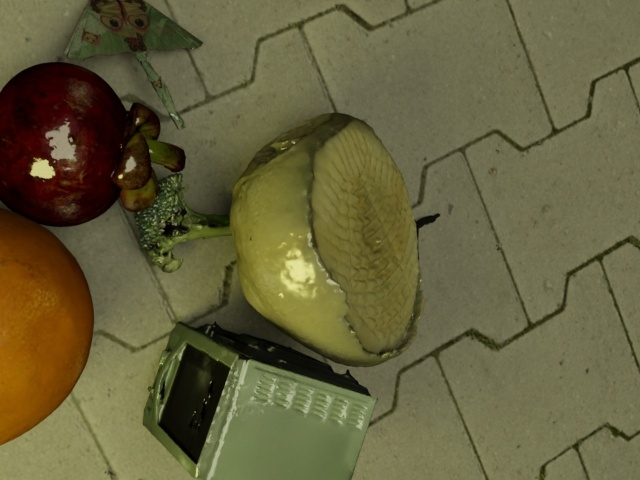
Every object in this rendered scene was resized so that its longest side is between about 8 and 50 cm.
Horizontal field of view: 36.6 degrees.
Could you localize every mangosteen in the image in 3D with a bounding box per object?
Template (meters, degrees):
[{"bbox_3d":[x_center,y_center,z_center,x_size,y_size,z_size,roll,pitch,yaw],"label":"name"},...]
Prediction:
[{"bbox_3d":[-0.303,-0.115,1.249,0.257,0.215,0.215,12,89,-19],"label":"mangosteen"}]

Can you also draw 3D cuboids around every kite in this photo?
[{"bbox_3d":[-0.250,-0.259,1.329,0.229,0.012,0.250,-19,77,-41],"label":"kite"}]

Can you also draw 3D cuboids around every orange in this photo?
[{"bbox_3d":[-0.433,0.105,1.169,0.312,0.312,0.312,-2,94,-22],"label":"orange"}]

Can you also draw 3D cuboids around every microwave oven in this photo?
[{"bbox_3d":[-0.091,0.225,1.319,0.237,0.295,0.181,20,85,-22],"label":"microwave oven"}]

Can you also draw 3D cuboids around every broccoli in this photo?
[{"bbox_3d":[-0.170,-0.026,1.387,0.204,0.118,0.122,5,61,-38],"label":"broccoli"}]

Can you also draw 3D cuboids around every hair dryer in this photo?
[{"bbox_3d":[0.166,-0.015,1.559,0.083,0.031,0.079,-25,113,-27],"label":"hair dryer"}]

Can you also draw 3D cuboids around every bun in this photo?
[{"bbox_3d":[-0.003,0.004,1.361,0.364,0.202,0.364,33,51,-52],"label":"bun"}]
